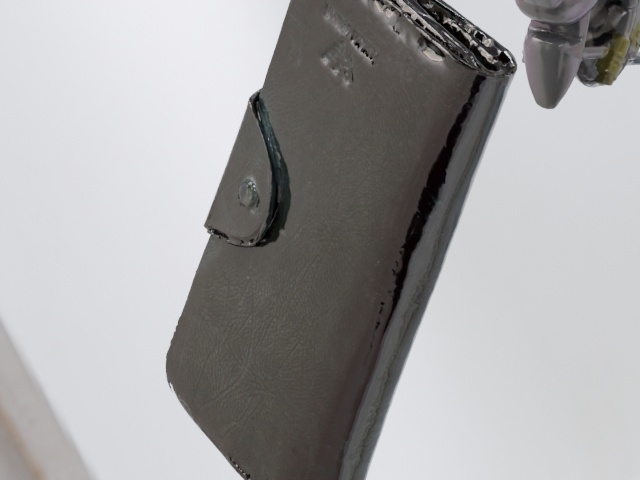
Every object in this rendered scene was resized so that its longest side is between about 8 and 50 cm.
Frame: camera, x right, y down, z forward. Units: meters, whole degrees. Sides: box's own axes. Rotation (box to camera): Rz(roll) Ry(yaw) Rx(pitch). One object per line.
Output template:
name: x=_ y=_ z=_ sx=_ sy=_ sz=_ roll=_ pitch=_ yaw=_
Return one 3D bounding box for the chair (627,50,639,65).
chair: x=0.297 y=-0.127 z=1.271 sx=0.113 sy=0.106 sz=0.229 roll=49 pitch=32 yaw=16

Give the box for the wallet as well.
wallet: x=0.000 y=0.000 z=1.026 sx=0.045 sy=0.318 sz=0.172 roll=-8 pitch=40 yaw=-41

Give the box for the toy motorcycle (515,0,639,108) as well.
toy motorcycle: x=0.153 y=-0.188 z=1.100 sx=0.152 sy=0.073 sz=0.225 roll=-26 pitch=126 yaw=-43
